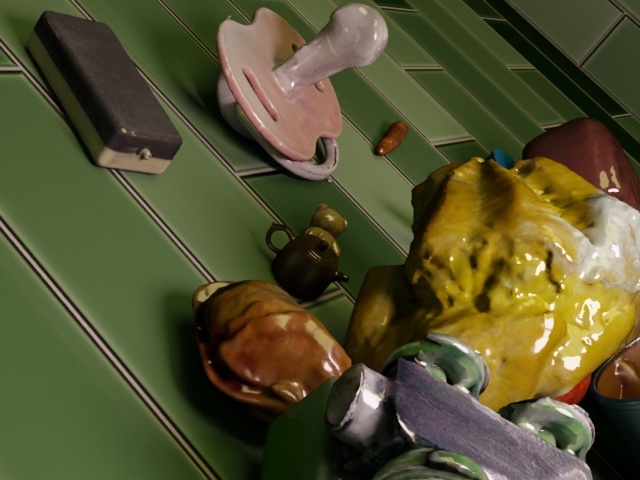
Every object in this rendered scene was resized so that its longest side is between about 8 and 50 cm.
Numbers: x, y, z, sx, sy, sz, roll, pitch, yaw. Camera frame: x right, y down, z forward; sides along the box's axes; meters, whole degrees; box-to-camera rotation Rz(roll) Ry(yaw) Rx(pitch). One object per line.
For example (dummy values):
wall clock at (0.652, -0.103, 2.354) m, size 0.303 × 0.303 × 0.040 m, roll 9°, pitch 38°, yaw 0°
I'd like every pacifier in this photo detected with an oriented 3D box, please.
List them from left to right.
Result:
pacifier at (-0.037, -0.246, 1.588) m, size 0.221 × 0.273 × 0.332 m, roll 25°, pitch 24°, yaw 9°

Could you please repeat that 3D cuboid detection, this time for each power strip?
power strip at (-0.272, -0.183, 1.342) m, size 0.105 × 0.070 × 0.256 m, roll 3°, pitch 41°, yaw -47°

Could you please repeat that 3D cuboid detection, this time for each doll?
doll at (0.006, -0.004, 1.434) m, size 0.062 × 0.051 × 0.093 m, roll 33°, pitch 27°, yaw -27°

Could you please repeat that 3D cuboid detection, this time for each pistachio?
pistachio at (-0.053, 0.111, 1.090) m, size 0.210 × 0.130 × 0.165 m, roll 43°, pitch 28°, yaw 28°

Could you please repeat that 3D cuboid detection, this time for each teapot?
teapot at (-0.018, 0.021, 1.340) m, size 0.121 × 0.068 × 0.076 m, roll 41°, pitch 26°, yaw 5°

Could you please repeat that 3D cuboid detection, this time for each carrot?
carrot at (0.125, -0.176, 1.883) m, size 0.036 × 0.035 × 0.165 m, roll 38°, pitch 28°, yaw -1°

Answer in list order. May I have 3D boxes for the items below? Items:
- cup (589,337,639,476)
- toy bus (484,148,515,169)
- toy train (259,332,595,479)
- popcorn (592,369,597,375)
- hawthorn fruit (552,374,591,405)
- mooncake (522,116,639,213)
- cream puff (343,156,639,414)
cup at (0.524, 0.260, 1.407) m, size 0.292 × 0.242 × 0.308 m, roll 61°, pitch 5°, yaw -6°
toy bus at (0.324, -0.076, 1.897) m, size 0.090 × 0.106 × 0.184 m, roll 33°, pitch 27°, yaw -17°
toy train at (0.105, 0.231, 0.959) m, size 0.307 × 0.249 × 0.173 m, roll 30°, pitch 40°, yaw -20°
popcorn at (0.538, 0.148, 1.653) m, size 0.258 × 0.224 × 0.270 m, roll 29°, pitch 69°, yaw -29°
hawthorn fruit at (0.288, 0.158, 1.468) m, size 0.165 × 0.165 × 0.285 m, roll 43°, pitch 10°, yaw 8°
mooncake at (0.479, -0.052, 1.858) m, size 0.334 × 0.174 × 0.325 m, roll -2°, pitch 72°, yaw -75°
cream puff at (0.172, 0.055, 1.189) m, size 0.275 × 0.378 × 0.378 m, roll 59°, pitch 29°, yaw 6°
